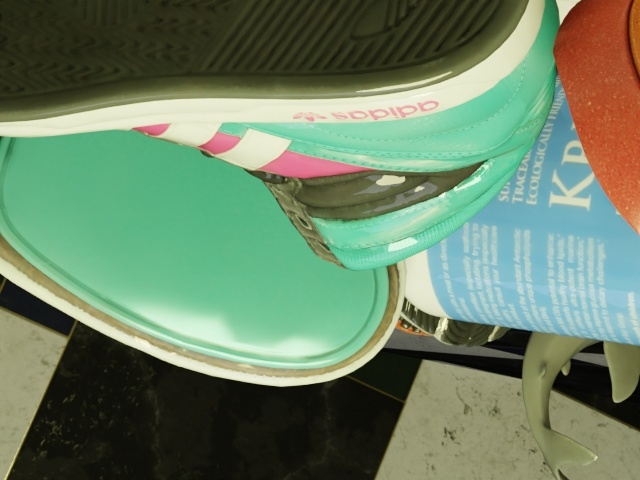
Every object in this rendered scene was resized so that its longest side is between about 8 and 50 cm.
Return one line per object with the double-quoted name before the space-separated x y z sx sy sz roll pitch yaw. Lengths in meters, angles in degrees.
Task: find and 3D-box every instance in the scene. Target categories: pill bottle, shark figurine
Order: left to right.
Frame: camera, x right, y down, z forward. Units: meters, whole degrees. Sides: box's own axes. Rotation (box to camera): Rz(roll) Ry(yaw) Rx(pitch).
"pill bottle" 0.104 -0.019 0.779 0.221 0.124 0.124 6 172 26
"shark figurine" 0.216 0.067 1.314 0.166 0.278 0.116 37 138 14

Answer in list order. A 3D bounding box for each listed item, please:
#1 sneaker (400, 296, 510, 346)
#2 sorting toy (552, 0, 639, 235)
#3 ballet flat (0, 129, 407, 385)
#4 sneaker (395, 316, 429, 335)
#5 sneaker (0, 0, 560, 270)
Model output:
"sneaker" 0.045 -0.001 1.249 0.279 0.107 0.118 19 -172 -36
"sorting toy" 0.262 -0.044 0.574 0.365 0.127 0.126 11 144 -28
"ballet flat" -0.148 -0.056 0.759 0.400 0.139 0.139 23 171 -8
"sneaker" 0.043 0.057 1.700 0.221 0.083 0.087 12 179 2
"sneaker" -0.040 -0.067 0.650 0.295 0.124 0.178 6 163 24
